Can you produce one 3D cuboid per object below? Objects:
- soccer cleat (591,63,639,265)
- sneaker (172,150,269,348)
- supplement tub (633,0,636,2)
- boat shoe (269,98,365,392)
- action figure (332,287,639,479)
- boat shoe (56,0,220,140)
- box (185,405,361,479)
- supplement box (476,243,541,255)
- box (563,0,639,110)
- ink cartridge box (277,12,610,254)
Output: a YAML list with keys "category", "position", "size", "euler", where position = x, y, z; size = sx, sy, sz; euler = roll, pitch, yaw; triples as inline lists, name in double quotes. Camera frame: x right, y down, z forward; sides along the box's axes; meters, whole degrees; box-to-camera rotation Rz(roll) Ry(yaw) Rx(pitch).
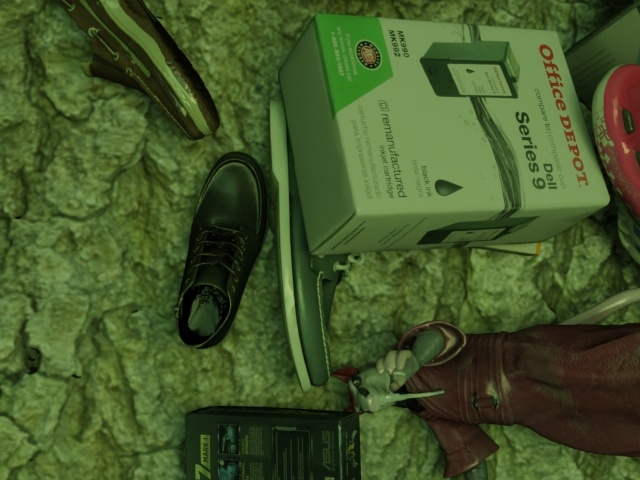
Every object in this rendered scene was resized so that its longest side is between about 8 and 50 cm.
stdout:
- category: "soccer cleat"
  position: [0.356, -0.037, 0.895]
  size: [0.116, 0.143, 0.331]
  euler: [-46, 110, -19]
- category: "sneaker"
  position: [-0.101, 0.009, 0.889]
  size: [0.083, 0.118, 0.222]
  euler: [11, 86, -5]
- category: "supplement tub"
  position: [0.501, -0.345, 0.877]
  size: [0.325, 0.235, 0.235]
  euler: [-26, 90, -28]
- category: "boat shoe"
  position: [0.000, 0.000, 0.903]
  size: [0.099, 0.116, 0.319]
  euler: [-4, 81, -6]
- category: "action figure"
  position: [0.187, 0.131, 0.879]
  size: [0.370, 0.275, 0.248]
  euler: [-1, 126, 20]
- category: "boat shoe"
  position: [-0.211, -0.204, 0.913]
  size: [0.095, 0.095, 0.257]
  euler: [-36, 85, 7]
- category: "box"
  position: [-0.049, 0.293, 0.870]
  size: [0.183, 0.059, 0.232]
  euler: [-4, 86, 24]
- category: "supplement box"
  position: [0.202, -0.019, 0.961]
  size: [0.098, 0.036, 0.062]
  euler: [9, 85, -6]
- category: "box"
  position: [0.412, -0.115, 0.890]
  size: [0.058, 0.232, 0.322]
  euler: [-44, 91, -8]
- category: "ink cartridge box"
  position: [0.123, -0.106, 0.857]
  size: [0.289, 0.121, 0.211]
  euler: [-3, 71, -24]
